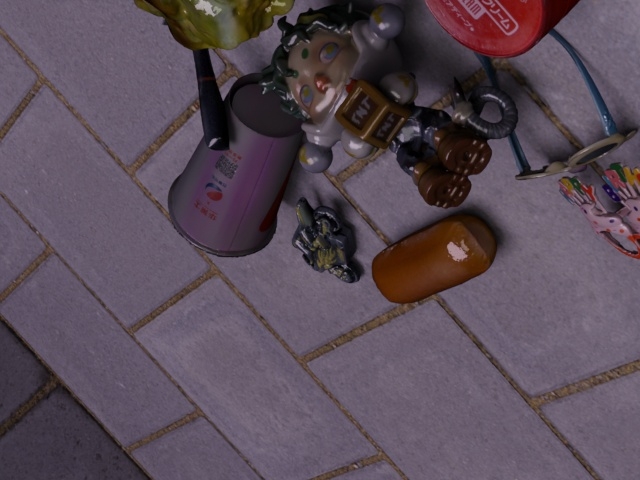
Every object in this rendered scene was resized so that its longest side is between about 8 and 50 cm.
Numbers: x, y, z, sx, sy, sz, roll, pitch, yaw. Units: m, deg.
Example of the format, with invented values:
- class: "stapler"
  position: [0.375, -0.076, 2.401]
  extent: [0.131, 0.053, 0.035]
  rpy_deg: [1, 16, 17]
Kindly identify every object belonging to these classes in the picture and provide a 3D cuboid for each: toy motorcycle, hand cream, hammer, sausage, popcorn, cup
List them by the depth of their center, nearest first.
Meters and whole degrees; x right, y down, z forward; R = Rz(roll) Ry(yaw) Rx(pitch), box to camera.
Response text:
- class: "hand cream"
  position: [0.228, -0.334, 1.746]
  extent: [0.193, 0.125, 0.193]
  rpy_deg: [28, 144, 23]
- class: "popcorn"
  position: [-0.151, -0.429, 1.934]
  extent: [0.312, 0.312, 0.312]
  rpy_deg: [29, 144, 24]
- class: "hammer"
  position: [-0.187, -0.277, 2.212]
  extent: [0.137, 0.037, 0.290]
  rpy_deg: [-24, 74, 54]
- class: "sausage"
  position: [0.173, 0.032, 2.232]
  extent: [0.105, 0.105, 0.274]
  rpy_deg: [50, 147, -8]
- class: "cup"
  position: [-0.122, -0.131, 2.322]
  extent: [0.203, 0.203, 0.288]
  rpy_deg: [39, 141, 9]
- class: "toy motorcycle"
  position: [0.000, 0.000, 2.423]
  extent: [0.124, 0.061, 0.193]
  rpy_deg: [14, 145, 29]

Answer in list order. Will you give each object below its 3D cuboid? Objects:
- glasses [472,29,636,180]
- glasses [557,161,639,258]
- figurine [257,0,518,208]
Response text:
- class: "glasses"
  position: [0.285, -0.176, 1.889]
  extent: [0.220, 0.088, 0.189]
  rpy_deg: [52, 147, -10]
- class: "glasses"
  position: [0.419, -0.056, 1.864]
  extent: [0.162, 0.095, 0.255]
  rpy_deg: [39, 163, -16]
- class: "figurine"
  position: [0.064, -0.191, 1.970]
  extent: [0.186, 0.261, 0.382]
  rpy_deg: [27, -166, -51]
